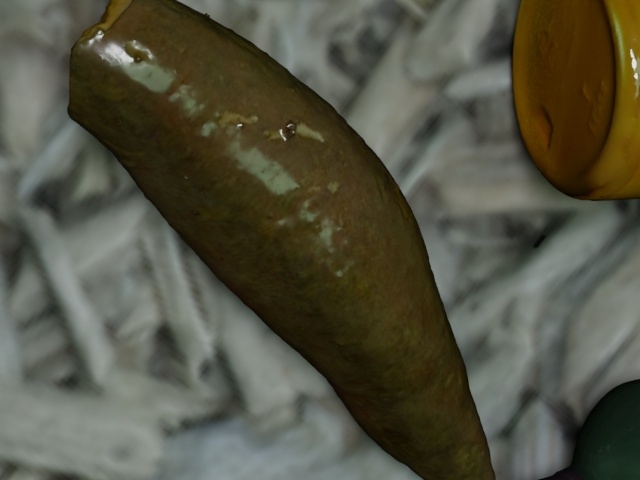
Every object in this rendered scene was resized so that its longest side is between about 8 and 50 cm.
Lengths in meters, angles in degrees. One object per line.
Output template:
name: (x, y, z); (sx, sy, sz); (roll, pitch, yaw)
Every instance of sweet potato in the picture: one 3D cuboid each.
sweet potato: (0.000, 0.000, 0.690); (0.077, 0.077, 0.244); (-47, 118, -6)

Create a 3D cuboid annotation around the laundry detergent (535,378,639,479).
laundry detergent: (0.166, 0.109, 0.763); (0.221, 0.078, 0.144); (-13, 108, -18)

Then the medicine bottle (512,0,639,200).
medicine bottle: (0.175, -0.066, 0.724); (0.191, 0.096, 0.096); (-3, 101, -19)
